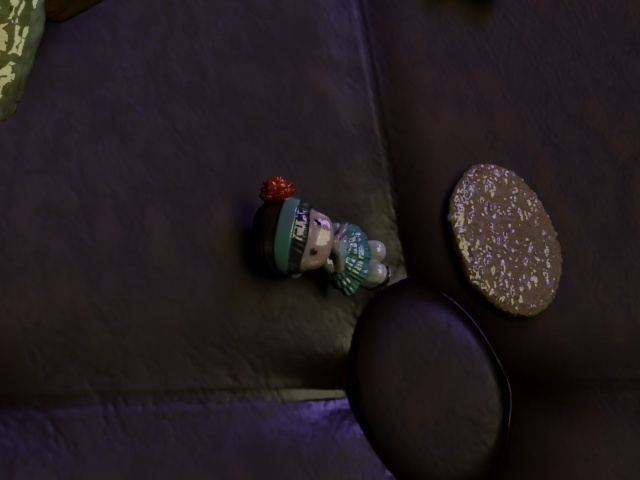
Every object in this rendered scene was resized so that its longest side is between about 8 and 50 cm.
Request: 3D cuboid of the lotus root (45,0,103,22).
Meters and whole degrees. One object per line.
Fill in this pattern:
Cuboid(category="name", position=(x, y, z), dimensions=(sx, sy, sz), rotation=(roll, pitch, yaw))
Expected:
Cuboid(category="lotus root", position=(-0.157, -0.215, 0.969), dimensions=(0.188, 0.199, 0.180), rotation=(20, 92, 2))

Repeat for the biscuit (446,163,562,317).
Cuboid(category="biscuit", position=(0.135, -0.001, 1.237), dimensions=(0.120, 0.015, 0.120), rotation=(20, 59, -38))

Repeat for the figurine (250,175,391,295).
Cuboid(category="figurine", position=(0.000, 0.000, 1.085), dimensions=(0.106, 0.047, 0.060), rotation=(21, 75, -41))

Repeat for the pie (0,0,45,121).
Cuboid(category="pie", position=(-0.261, -0.127, 0.806), dimensions=(0.257, 0.105, 0.274), rotation=(46, 69, -4))
